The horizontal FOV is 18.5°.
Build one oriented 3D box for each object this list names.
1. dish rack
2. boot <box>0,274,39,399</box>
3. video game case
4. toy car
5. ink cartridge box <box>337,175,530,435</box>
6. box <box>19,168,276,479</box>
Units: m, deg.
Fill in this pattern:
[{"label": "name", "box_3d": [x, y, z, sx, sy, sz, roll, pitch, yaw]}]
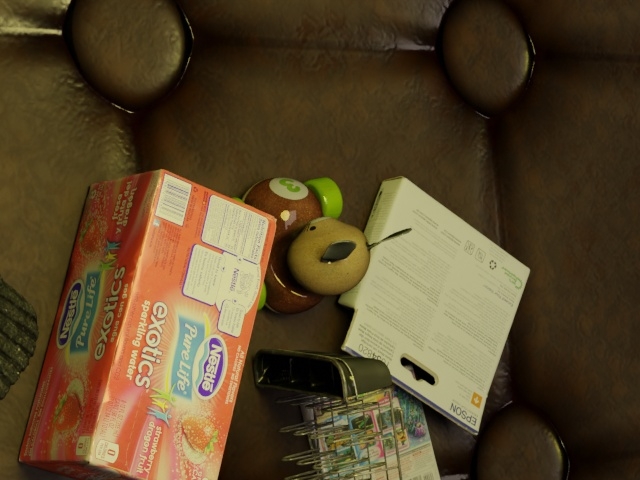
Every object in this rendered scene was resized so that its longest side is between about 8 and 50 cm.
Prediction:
[{"label": "dish rack", "box_3d": [0.020, 0.245, 2.047, 0.074, 0.208, 0.271, -9, 95, -26]}, {"label": "boot", "box_3d": [-0.429, 0.108, 1.757, 0.348, 0.131, 0.260, -34, 144, -11]}, {"label": "video game case", "box_3d": [0.057, 0.227, 2.193, 0.157, 0.019, 0.143, -17, 94, -36]}, {"label": "toy car", "box_3d": [0.000, 0.000, 2.069, 0.155, 0.188, 0.149, -13, 93, -37]}, {"label": "ink cartridge box", "box_3d": [0.123, 0.077, 2.239, 0.223, 0.045, 0.224, 35, 62, -30]}, {"label": "box", "box_3d": [-0.169, 0.097, 1.960, 0.154, 0.142, 0.300, 22, 72, -33]}]
